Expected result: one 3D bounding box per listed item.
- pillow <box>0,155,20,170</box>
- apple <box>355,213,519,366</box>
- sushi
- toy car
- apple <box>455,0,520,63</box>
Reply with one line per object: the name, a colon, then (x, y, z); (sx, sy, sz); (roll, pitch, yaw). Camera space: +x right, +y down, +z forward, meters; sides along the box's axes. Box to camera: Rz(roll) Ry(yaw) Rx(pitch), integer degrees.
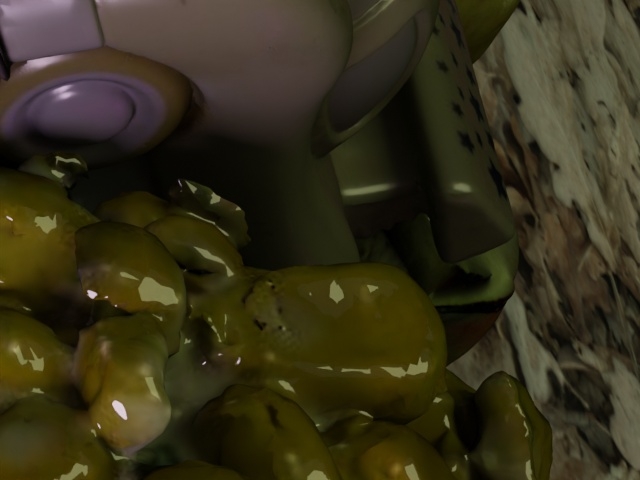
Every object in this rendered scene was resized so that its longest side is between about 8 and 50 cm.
pillow: (-0.171, -0.035, 0.952); (0.208, 0.055, 0.141); (46, 42, -27)
apple: (0.000, 0.000, 1.076); (0.207, 0.174, 0.188); (-30, 70, -21)
sushi: (-0.071, 0.161, 0.721); (0.328, 0.285, 0.329); (48, 34, -26)
toy car: (-0.035, -0.116, 0.846); (0.336, 0.226, 0.242); (84, -4, -60)
apple: (0.006, -0.190, 1.168); (0.261, 0.260, 0.194); (14, 59, -54)
